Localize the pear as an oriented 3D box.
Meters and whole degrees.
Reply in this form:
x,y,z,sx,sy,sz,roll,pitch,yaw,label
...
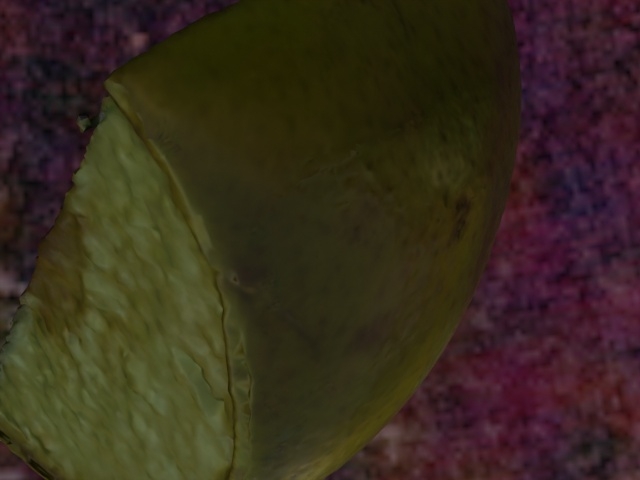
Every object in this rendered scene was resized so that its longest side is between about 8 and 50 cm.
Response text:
x,y,z,sx,sy,sz,roll,pitch,yaw,label
0.004,0.001,0.751,0.239,0.139,0.288,-40,171,-34,pear
